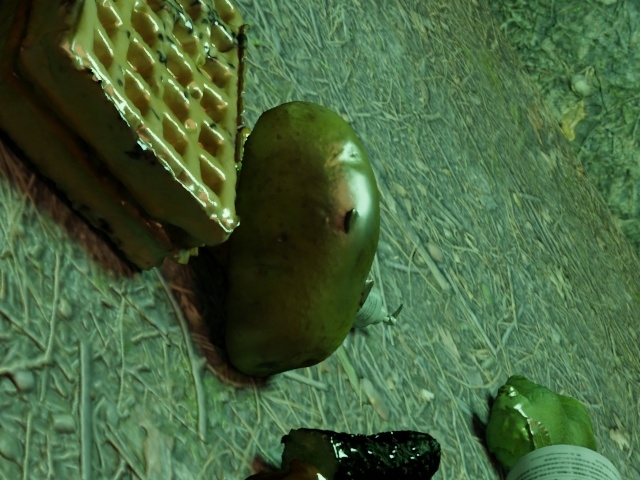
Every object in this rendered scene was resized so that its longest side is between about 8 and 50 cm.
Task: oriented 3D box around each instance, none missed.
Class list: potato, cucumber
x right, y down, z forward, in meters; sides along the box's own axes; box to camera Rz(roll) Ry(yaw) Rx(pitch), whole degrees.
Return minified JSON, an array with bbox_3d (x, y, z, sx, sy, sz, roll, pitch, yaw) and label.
[{"bbox_3d":[0.000,0.000,1.528,0.160,0.111,0.271,24,69,-55],"label":"potato"},{"bbox_3d":[0.054,0.221,1.571,0.303,0.072,0.081,15,49,-62],"label":"cucumber"}]

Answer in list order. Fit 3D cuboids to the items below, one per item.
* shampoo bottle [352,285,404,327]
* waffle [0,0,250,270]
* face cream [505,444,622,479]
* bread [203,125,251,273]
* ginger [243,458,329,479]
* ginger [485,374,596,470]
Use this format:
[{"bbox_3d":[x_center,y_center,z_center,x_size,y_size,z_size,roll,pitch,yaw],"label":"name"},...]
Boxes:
[{"bbox_3d":[0.029,0.062,1.739,0.195,0.056,0.056,33,34,-51],"label":"shampoo bottle"},{"bbox_3d":[-0.174,-0.172,1.492,0.261,0.114,0.376,48,24,-30],"label":"waffle"},{"bbox_3d":[0.270,0.391,1.756,0.145,0.145,0.369,52,24,-22],"label":"face cream"},{"bbox_3d":[-0.079,-0.042,1.623,0.103,0.065,0.187,49,22,-16],"label":"bread"},{"bbox_3d":[-0.085,0.305,0.967,0.254,0.176,0.418,57,36,-6],"label":"ginger"},{"bbox_3d":[0.289,0.240,2.064,0.290,0.089,0.137,21,29,-55],"label":"ginger"}]
